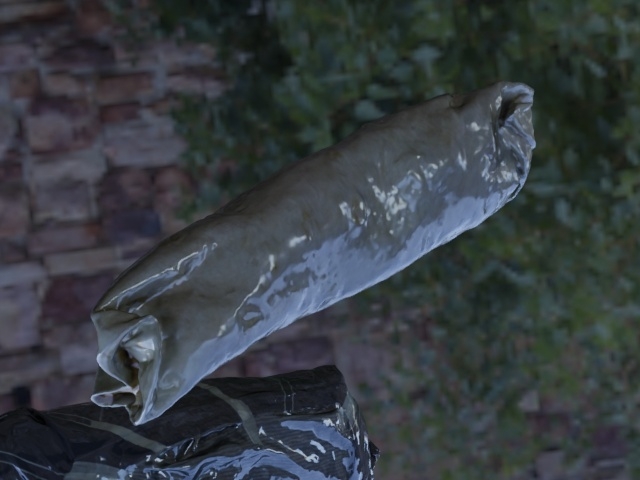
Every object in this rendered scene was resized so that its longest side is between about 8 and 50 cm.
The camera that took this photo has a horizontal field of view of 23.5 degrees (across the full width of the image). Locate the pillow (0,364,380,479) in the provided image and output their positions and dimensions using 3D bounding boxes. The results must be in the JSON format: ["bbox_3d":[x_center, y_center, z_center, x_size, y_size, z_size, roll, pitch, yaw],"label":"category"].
[{"bbox_3d":[-0.074,0.152,0.867,0.092,0.162,0.335,31,-159,35],"label":"pillow"}]

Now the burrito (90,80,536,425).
[{"bbox_3d":[0.000,0.000,0.687,0.059,0.082,0.275,33,-135,29],"label":"burrito"}]
